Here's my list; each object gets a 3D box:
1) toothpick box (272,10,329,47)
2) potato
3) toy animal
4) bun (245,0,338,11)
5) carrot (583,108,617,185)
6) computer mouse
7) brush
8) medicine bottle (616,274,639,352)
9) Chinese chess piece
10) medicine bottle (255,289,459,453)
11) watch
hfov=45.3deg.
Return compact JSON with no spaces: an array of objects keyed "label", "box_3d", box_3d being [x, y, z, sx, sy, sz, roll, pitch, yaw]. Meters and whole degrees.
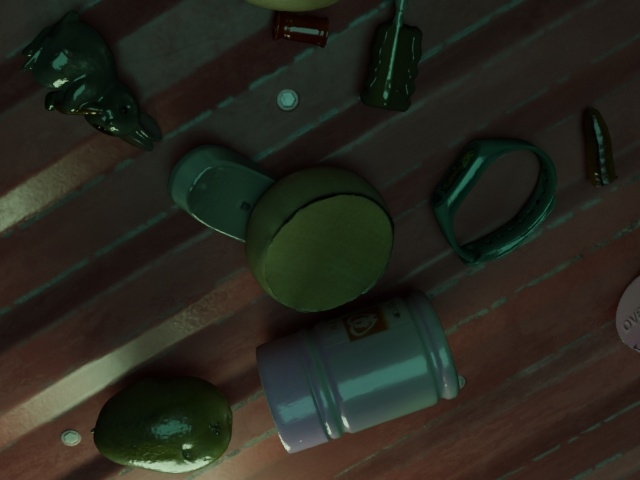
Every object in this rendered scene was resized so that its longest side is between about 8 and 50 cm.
[{"label":"toothpick box","box_3d":[-0.032,-0.321,1.164,0.083,0.047,0.047,5,113,-12]},{"label":"potato","box_3d":[-0.283,0.327,1.356,0.251,0.159,0.174,-2,91,0]},{"label":"toy animal","box_3d":[-0.321,-0.216,1.126,0.236,0.108,0.138,39,102,-24]},{"label":"bun","box_3d":[-0.044,-0.456,1.037,0.298,0.165,0.299,-1,99,-8]},{"label":"carrot","box_3d":[0.484,-0.164,1.331,0.048,0.048,0.139,-18,115,-2]},{"label":"computer mouse","box_3d":[-0.141,-0.074,1.245,0.231,0.079,0.128,30,105,-38]},{"label":"brush","box_3d":[0.123,-0.350,1.174,0.084,0.071,0.301,6,108,-9]},{"label":"medicine bottle","box_3d":[0.727,0.180,1.458,0.290,0.178,0.178,26,107,-20]},{"label":"Chinese chess piece","box_3d":[0.000,0.000,1.259,0.249,0.103,0.250,-13,125,-19]},{"label":"medicine bottle","box_3d":[0.063,0.227,1.345,0.315,0.202,0.202,-18,116,-2]},{"label":"watch","box_3d":[0.297,-0.069,1.333,0.195,0.068,0.237,30,102,-23]}]
